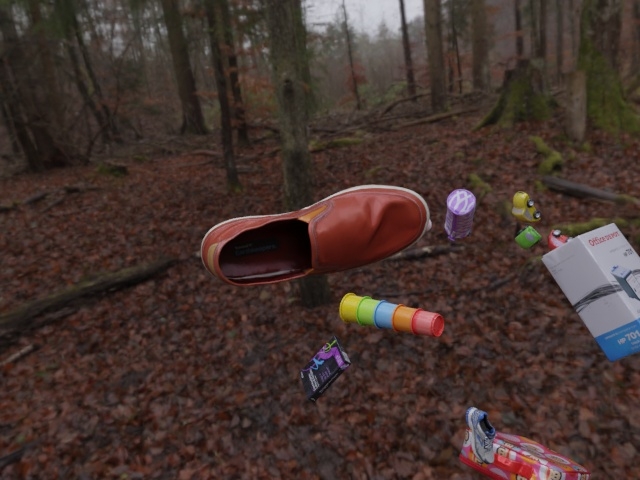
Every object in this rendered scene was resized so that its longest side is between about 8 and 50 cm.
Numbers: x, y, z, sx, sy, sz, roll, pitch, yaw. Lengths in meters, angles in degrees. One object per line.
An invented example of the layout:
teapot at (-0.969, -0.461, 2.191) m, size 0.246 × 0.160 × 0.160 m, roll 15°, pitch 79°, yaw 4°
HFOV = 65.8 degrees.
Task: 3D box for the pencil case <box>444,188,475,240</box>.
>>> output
pencil case at (0.414, -0.074, 1.484) m, size 0.086 × 0.206 × 0.088 m, roll 34°, pitch 78°, yaw 24°

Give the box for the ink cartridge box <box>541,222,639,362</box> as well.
ink cartridge box at (0.472, 0.079, 0.802) m, size 0.139 × 0.191 × 0.082 m, roll -13°, pitch -22°, yaw -37°

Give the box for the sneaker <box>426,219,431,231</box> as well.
sneaker at (0.254, -0.071, 1.422) m, size 0.070 × 0.051 × 0.134 m, roll 1°, pitch 37°, yaw -44°

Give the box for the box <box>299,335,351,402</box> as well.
box at (0.010, 0.365, 1.411) m, size 0.162 × 0.029 × 0.116 m, roll -50°, pitch 28°, yaw 11°

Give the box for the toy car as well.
toy car at (0.617, -0.016, 1.434) m, size 0.053 × 0.239 × 0.225 m, roll -39°, pitch -14°, yaw -7°

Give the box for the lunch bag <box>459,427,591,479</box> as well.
lunch bag at (0.529, 0.595, 1.314) m, size 0.258 × 0.120 × 0.293 m, roll 24°, pitch -10°, yaw -35°

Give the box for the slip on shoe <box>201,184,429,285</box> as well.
slip on shoe at (0.000, 0.000, 0.690) m, size 0.331 × 0.123 × 0.101 m, roll -10°, pitch 15°, yaw -9°

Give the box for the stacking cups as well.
stacking cups at (0.203, 0.211, 1.427) m, size 0.316 × 0.096 × 0.096 m, roll 1°, pitch 15°, yaw 43°

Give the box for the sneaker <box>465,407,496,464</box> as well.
sneaker at (0.393, 0.472, 1.187) m, size 0.052 × 0.135 × 0.058 m, roll -15°, pitch -5°, yaw -34°
